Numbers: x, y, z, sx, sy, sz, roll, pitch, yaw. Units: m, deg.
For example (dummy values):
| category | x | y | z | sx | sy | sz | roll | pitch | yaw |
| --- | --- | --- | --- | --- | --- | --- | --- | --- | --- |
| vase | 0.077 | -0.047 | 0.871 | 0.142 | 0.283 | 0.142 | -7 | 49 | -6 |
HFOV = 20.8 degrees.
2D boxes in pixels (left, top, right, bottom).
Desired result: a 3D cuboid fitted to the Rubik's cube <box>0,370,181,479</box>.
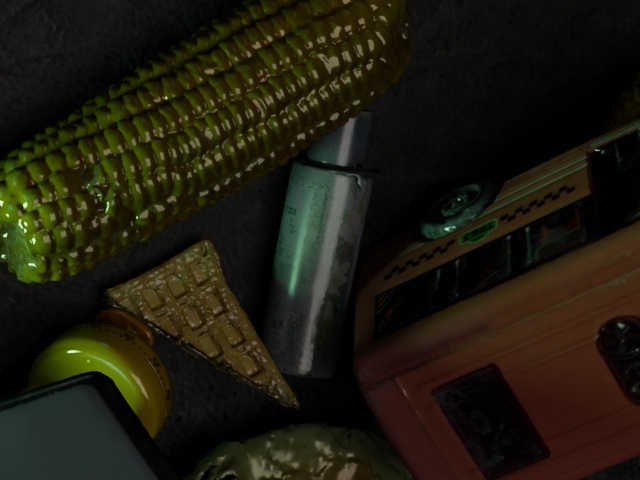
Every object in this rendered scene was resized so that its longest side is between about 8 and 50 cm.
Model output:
| category | x | y | z | sx | sy | sz | roll | pitch | yaw |
| --- | --- | --- | --- | --- | --- | --- | --- | --- | --- |
| Rubik's cube | -0.214 | 0.324 | 1.119 | 0.316 | 0.318 | 0.313 | -16 | 135 | -27 |

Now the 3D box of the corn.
| category | x | y | z | sx | sy | sz | roll | pitch | yaw |
| --- | --- | --- | --- | --- | --- | --- | --- | --- | --- |
| corn | -0.085 | -0.089 | 1.260 | 0.363 | 0.120 | 0.120 | -31 | 117 | -17 |

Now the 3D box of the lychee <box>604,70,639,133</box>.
| category | x | y | z | sx | sy | sz | roll | pitch | yaw |
| --- | --- | --- | --- | --- | --- | --- | --- | --- | --- |
| lychee | 0.333 | -0.081 | 1.488 | 0.188 | 0.188 | 0.188 | -9 | 107 | -29 |

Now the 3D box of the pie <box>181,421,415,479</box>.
| category | x | y | z | sx | sy | sz | roll | pitch | yaw |
| --- | --- | --- | --- | --- | --- | --- | --- | --- | --- |
| pie | -0.042 | 0.281 | 1.407 | 0.306 | 0.071 | 0.306 | -10 | 108 | -32 |

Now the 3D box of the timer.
| category | x | y | z | sx | sy | sz | roll | pitch | yaw |
| --- | --- | --- | --- | --- | --- | --- | --- | --- | --- |
| timer | -0.165 | 0.115 | 1.266 | 0.109 | 0.107 | 0.107 | -53 | 135 | -58 |

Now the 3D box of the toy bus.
| category | x | y | z | sx | sy | sz | roll | pitch | yaw |
| --- | --- | --- | --- | --- | --- | --- | --- | --- | --- |
| toy bus | 0.241 | 0.035 | 1.319 | 0.427 | 0.233 | 0.203 | -26 | 112 | 19 |

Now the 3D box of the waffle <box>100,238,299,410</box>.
| category | x | y | z | sx | sy | sz | roll | pitch | yaw |
| --- | --- | --- | --- | --- | --- | --- | --- | --- | --- |
| waffle | -0.090 | 0.084 | 1.322 | 0.097 | 0.023 | 0.153 | -31 | 92 | -22 |

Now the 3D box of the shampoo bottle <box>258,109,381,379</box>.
| category | x | y | z | sx | sy | sz | roll | pitch | yaw |
| --- | --- | --- | --- | --- | --- | --- | --- | --- | --- |
| shampoo bottle | 0.000 | 0.000 | 1.362 | 0.072 | 0.072 | 0.214 | 6 | 100 | -32 |
